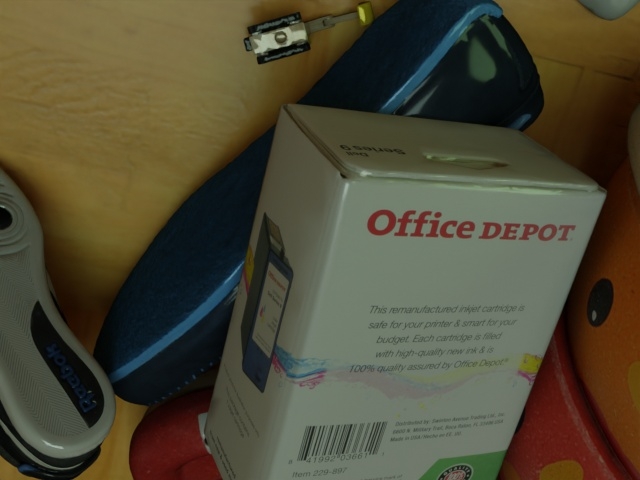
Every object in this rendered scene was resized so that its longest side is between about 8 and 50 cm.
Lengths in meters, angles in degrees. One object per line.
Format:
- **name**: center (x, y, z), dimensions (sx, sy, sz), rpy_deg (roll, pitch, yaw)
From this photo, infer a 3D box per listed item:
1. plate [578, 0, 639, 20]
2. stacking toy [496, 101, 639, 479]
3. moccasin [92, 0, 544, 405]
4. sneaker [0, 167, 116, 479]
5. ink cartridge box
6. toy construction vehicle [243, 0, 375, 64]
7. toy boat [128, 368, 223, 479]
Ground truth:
- **plate**: center (0.170, -0.304, 0.500), dimensions (0.278, 0.045, 0.277), rpy_deg (37, 108, -17)
- **stacking toy**: center (0.198, 0.168, 0.615), dimensions (0.350, 0.351, 0.480), rpy_deg (30, 125, -16)
- **moccasin**: center (0.000, 0.000, 0.582), dimensions (0.342, 0.138, 0.117), rpy_deg (-40, 124, 19)
- **sneaker**: center (-0.211, 0.059, 0.605), dimensions (0.079, 0.217, 0.121), rpy_deg (-18, 159, -33)
- **ink cartridge box**: center (0.038, 0.044, 0.506), dimensions (0.154, 0.093, 0.213), rpy_deg (1, 119, -26)
- **toy construction vehicle**: center (-0.024, -0.156, 0.567), dimensions (0.098, 0.035, 0.086), rpy_deg (-17, 104, 2)
- **toy boat**: center (-0.051, 0.208, 0.667), dimensions (0.150, 0.151, 0.231), rpy_deg (-13, 115, 2)
